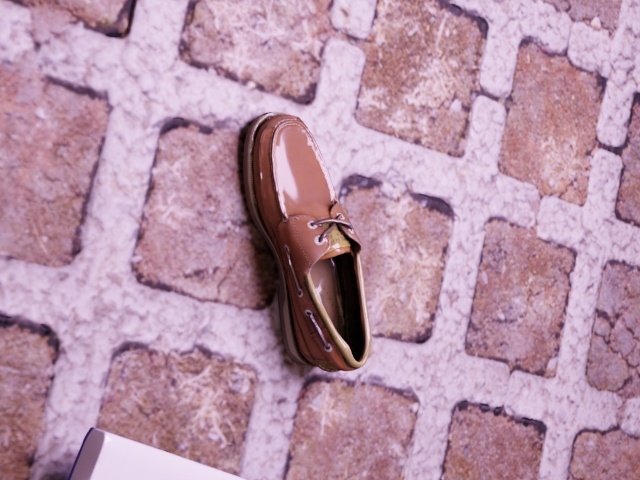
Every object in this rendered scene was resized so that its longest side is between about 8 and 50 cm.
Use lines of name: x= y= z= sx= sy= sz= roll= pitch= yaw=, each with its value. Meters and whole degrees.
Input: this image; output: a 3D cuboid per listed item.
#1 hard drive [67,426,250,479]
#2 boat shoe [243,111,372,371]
hard drive: x=-0.151 y=0.344 z=1.200 sx=0.319 sy=0.040 sz=0.210 roll=30 pitch=75 yaw=-41
boat shoe: x=0.000 y=0.000 z=1.281 sx=0.111 sy=0.104 sz=0.307 roll=-23 pitch=104 yaw=-32
